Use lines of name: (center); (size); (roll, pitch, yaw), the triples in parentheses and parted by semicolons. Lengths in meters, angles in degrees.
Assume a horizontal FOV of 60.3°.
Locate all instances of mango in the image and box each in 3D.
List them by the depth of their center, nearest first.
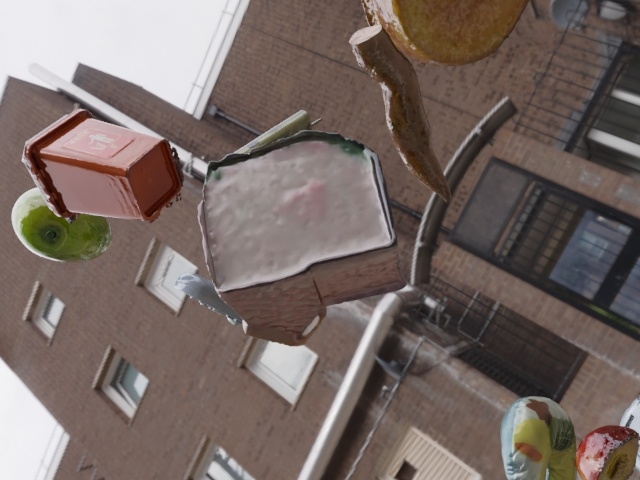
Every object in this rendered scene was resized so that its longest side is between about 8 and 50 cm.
mango: (-0.593, -0.035, 1.299); (0.156, 0.192, 0.343); (-44, 0, -6)

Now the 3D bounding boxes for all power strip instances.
power strip: (-0.094, -0.216, 1.259); (0.268, 0.034, 0.092); (-38, -40, -24)

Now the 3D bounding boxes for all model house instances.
model house: (-0.015, 0.005, 0.766); (0.237, 0.202, 0.237); (-17, -30, 1)

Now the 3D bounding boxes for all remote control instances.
remote control: (-0.159, 0.124, 1.020); (0.244, 0.087, 0.047); (34, -106, -33)

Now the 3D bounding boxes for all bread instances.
bread: (0.220, -0.446, 0.918); (0.312, 0.172, 0.312); (-4, -59, -7)

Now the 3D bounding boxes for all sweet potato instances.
sweet potato: (0.125, -0.172, 0.787); (0.059, 0.067, 0.281); (-57, -47, -29)

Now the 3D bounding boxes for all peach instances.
peach: (0.373, 0.283, 0.727); (0.098, 0.061, 0.098); (-12, -69, -32)

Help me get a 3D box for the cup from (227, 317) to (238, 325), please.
cup: (-0.167, 0.152, 1.566); (0.258, 0.186, 0.234); (-39, 4, -26)

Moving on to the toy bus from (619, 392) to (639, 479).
toy bus: (0.944, 0.557, 1.460); (0.288, 0.232, 0.194); (-110, 40, -72)

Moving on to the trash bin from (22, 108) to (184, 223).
trash bin: (-0.381, -0.114, 0.994); (0.184, 0.238, 0.161); (84, -151, -41)

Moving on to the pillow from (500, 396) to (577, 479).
pillow: (0.408, 0.397, 1.016); (0.233, 0.086, 0.214); (28, -120, -42)
